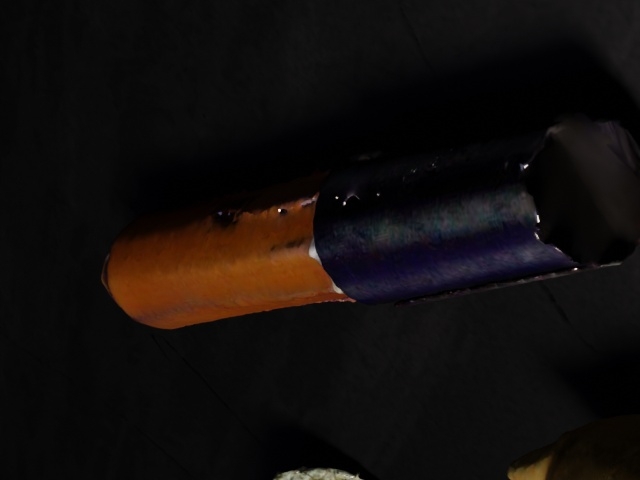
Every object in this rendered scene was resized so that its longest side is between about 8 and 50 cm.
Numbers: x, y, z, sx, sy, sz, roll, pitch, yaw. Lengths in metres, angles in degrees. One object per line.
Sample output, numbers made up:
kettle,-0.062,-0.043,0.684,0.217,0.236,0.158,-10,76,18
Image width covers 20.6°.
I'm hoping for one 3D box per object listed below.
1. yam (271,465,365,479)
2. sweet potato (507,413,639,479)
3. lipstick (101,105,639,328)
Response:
yam,-0.006,0.266,1.132,0.154,0.154,0.254,37,147,16
sweet potato,0.226,0.206,0.707,0.423,0.130,0.130,46,156,37
lipstick,0.000,0.000,0.864,0.077,0.077,0.418,55,150,-15
